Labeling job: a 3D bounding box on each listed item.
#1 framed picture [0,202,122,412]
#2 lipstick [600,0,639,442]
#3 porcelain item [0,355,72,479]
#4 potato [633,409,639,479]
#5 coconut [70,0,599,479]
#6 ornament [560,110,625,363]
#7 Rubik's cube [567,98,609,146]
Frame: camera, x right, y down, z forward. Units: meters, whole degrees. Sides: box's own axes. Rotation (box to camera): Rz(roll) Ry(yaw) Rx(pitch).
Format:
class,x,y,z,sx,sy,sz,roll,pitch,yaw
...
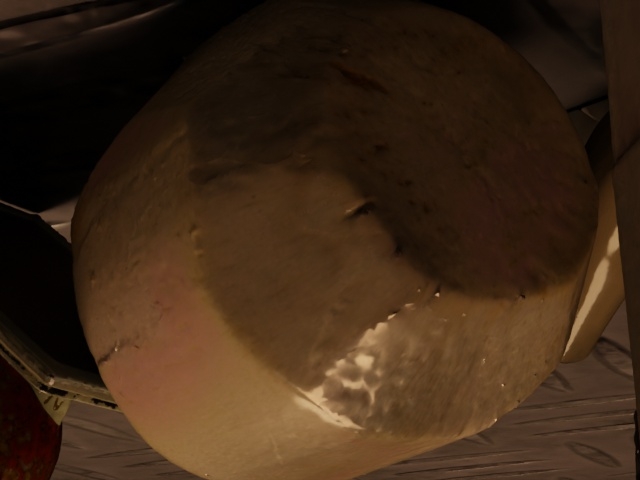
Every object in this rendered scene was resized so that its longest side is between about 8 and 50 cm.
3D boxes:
class,x,y,z,sx,sy,sz,roll,pitch,yaw
framed picture,-0.151,0.026,0.816,0.274,0.017,0.217,36,-174,37
lipstick,0.152,0.022,0.523,0.076,0.371,0.080,1,162,-11
porcelain item,-0.294,0.095,1.045,0.253,0.253,0.253,-2,162,0
potato,0.381,0.116,1.134,0.264,0.189,0.211,3,161,-14
coconut,-0.001,0.003,0.705,0.241,0.241,0.241,-2,162,0
ornament,0.236,-0.040,0.743,0.230,0.061,0.245,-5,142,-14
Rubik's cube,0.169,-0.035,0.836,0.075,0.073,0.084,8,157,-30
